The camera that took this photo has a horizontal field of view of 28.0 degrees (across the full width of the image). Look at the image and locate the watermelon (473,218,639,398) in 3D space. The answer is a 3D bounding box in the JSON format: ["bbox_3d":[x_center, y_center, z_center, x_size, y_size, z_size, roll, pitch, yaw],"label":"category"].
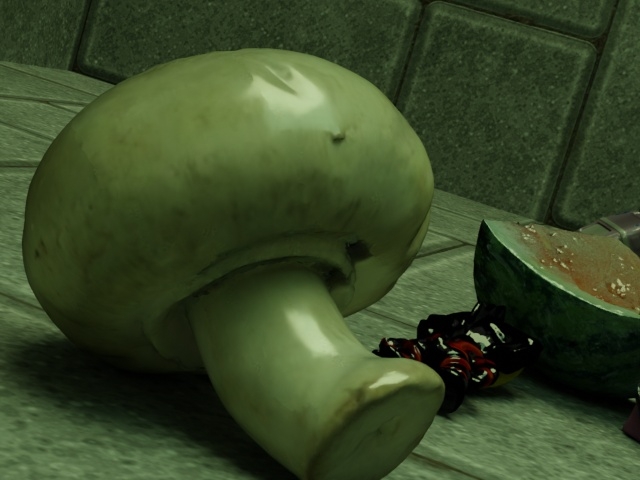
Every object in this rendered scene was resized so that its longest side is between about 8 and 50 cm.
[{"bbox_3d":[0.311,0.089,1.411,0.260,0.176,0.256,43,-5,32],"label":"watermelon"}]

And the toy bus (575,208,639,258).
[{"bbox_3d":[0.441,0.066,1.782,0.142,0.202,0.142,-16,9,0],"label":"toy bus"}]

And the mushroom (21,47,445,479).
[{"bbox_3d":[-0.049,-0.013,0.957,0.315,0.315,0.356,10,-2,-38],"label":"mushroom"}]

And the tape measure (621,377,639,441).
[{"bbox_3d":[0.364,0.159,1.268,0.074,0.118,0.125,9,15,-32],"label":"tape measure"}]

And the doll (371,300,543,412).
[{"bbox_3d":[0.137,0.112,1.277,0.127,0.088,0.249,40,23,11],"label":"doll"}]
